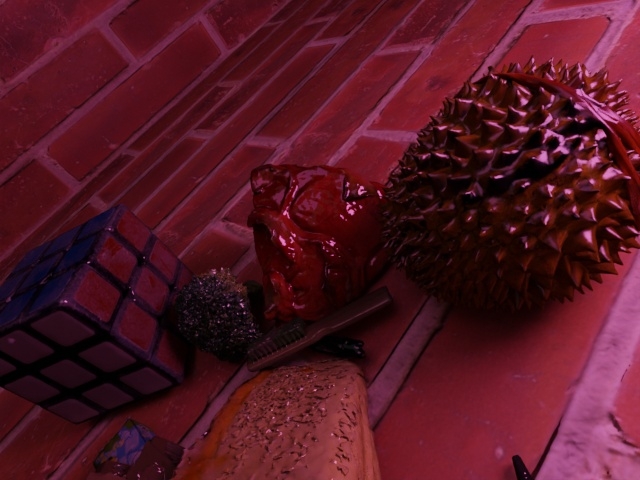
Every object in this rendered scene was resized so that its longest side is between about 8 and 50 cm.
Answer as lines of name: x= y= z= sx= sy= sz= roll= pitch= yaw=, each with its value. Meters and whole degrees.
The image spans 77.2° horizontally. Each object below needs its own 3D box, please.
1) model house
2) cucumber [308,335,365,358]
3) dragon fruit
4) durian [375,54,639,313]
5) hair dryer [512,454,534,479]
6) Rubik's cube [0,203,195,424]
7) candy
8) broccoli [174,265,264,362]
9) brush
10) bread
model house: x=-0.238 y=0.371 z=0.506 sx=0.180 sy=0.176 sz=0.248 roll=-66 pitch=12 yaw=-18
cucumber: x=0.022 y=0.181 z=0.689 sx=0.135 sy=0.034 sz=0.033 roll=-10 pitch=77 yaw=51
dragon fruit: x=-0.004 y=-0.007 z=0.766 sx=0.286 sy=0.228 sz=0.329 roll=-5 pitch=47 yaw=30
durian: x=0.269 y=-0.072 z=0.586 sx=0.384 sy=0.348 sz=0.347 roll=-63 pitch=37 yaw=17
hair dryer: x=0.264 y=0.321 z=0.403 sx=0.173 sy=0.050 sz=0.194 roll=-13 pitch=42 yaw=21
Rubik's cube: x=-0.479 y=0.159 z=0.864 sx=0.301 sy=0.303 sz=0.305 roll=-23 pitch=35 yaw=15
candy: x=-0.317 y=0.412 z=0.704 sx=0.195 sy=0.062 sz=0.097 roll=19 pitch=62 yaw=45
broccoli: x=-0.188 y=0.137 z=0.822 sx=0.220 sy=0.194 sz=0.194 roll=12 pitch=57 yaw=20
brush: x=-0.009 y=0.148 z=0.707 sx=0.283 sy=0.048 sz=0.054 roll=-27 pitch=19 yaw=5
bread: x=-0.022 y=0.345 z=0.563 sx=0.249 sy=0.278 sz=0.315 roll=-20 pitch=0 yaw=17
